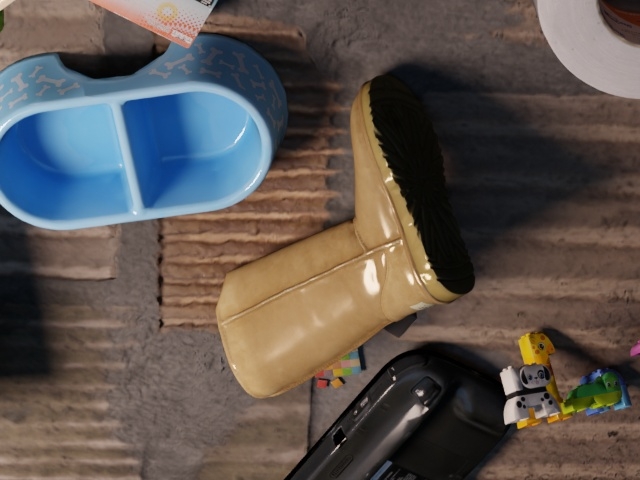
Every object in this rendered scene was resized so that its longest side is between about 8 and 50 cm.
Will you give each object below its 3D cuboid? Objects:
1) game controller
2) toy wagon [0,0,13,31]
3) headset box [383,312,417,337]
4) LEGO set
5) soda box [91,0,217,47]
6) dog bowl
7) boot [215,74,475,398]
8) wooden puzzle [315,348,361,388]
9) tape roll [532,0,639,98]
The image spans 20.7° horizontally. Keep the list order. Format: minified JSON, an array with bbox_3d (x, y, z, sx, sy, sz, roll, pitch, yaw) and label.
[{"bbox_3d":[0.068,0.249,1.885,0.166,0.067,0.319,21,121,-33],"label":"game controller"},{"bbox_3d":[-0.305,-0.287,1.409,0.344,0.068,0.267,14,128,10],"label":"toy wagon"},{"bbox_3d":[0.061,0.053,1.732,0.062,0.083,0.032,31,117,-20],"label":"headset box"},{"bbox_3d":[0.257,0.131,1.791,0.227,0.093,0.087,-7,165,-30],"label":"LEGO set"},{"bbox_3d":[-0.181,-0.243,1.540,0.183,0.058,0.063,25,119,-19],"label":"soda box"},{"bbox_3d":[-0.176,-0.094,1.630,0.297,0.074,0.166,-8,123,2],"label":"dog bowl"},{"bbox_3d":[0.000,0.000,1.673,0.269,0.236,0.089,-27,159,38],"label":"boot"},{"bbox_3d":[0.016,0.121,1.820,0.049,0.006,0.083,-8,123,3],"label":"wooden puzzle"},{"bbox_3d":[0.296,-0.237,1.559,0.219,0.072,0.219,-1,124,-1],"label":"tape roll"}]
